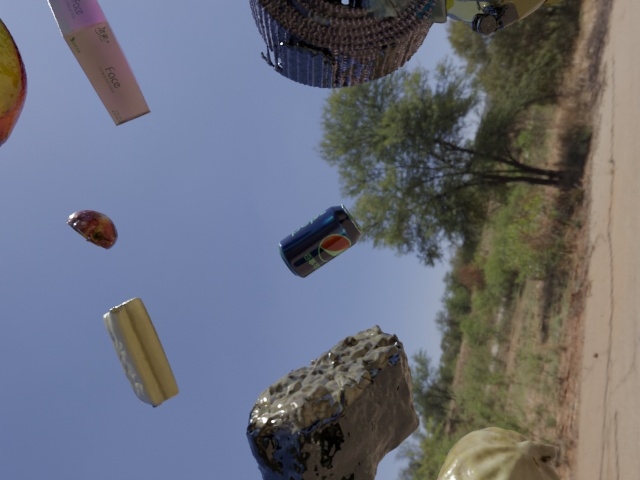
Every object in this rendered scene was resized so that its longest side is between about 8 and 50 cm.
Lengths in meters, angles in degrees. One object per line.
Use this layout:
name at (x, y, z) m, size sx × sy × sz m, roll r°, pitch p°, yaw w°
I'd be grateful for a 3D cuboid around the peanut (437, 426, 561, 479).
peanut at (0.172, 0.347, 0.472) m, size 0.159 × 0.142 × 0.292 m, roll 33°, pitch -108°, yaw -61°

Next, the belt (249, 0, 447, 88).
belt at (0.029, -0.365, 0.602) m, size 0.122 × 0.259 × 0.325 m, roll 85°, pitch -178°, yaw -78°

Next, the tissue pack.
tissue pack at (-0.472, -0.391, 1.004) m, size 0.092 × 0.149 × 0.246 m, roll -26°, pitch -26°, yaw -12°

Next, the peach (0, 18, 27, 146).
peach at (-0.584, -0.300, 0.771) m, size 0.154 × 0.158 × 0.268 m, roll -39°, pitch -56°, yaw -25°

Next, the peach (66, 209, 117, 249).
peach at (-0.376, -0.024, 0.767) m, size 0.077 × 0.083 × 0.050 m, roll 39°, pitch -103°, yaw -40°

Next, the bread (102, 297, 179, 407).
bread at (-0.314, 0.194, 0.797) m, size 0.060 × 0.139 × 0.178 m, roll -24°, pitch -90°, yaw -37°

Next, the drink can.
drink can at (0.000, 0.000, 1.171) m, size 0.204 × 0.118 × 0.118 m, roll -35°, pitch -23°, yaw 7°

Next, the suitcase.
suitcase at (0.274, -0.413, 0.681) m, size 0.234 × 0.194 × 0.143 m, roll -37°, pitch -56°, yaw 3°

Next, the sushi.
sushi at (0.033, 0.275, 0.769) m, size 0.350 × 0.210 × 0.171 m, roll -24°, pitch -74°, yaw -50°
